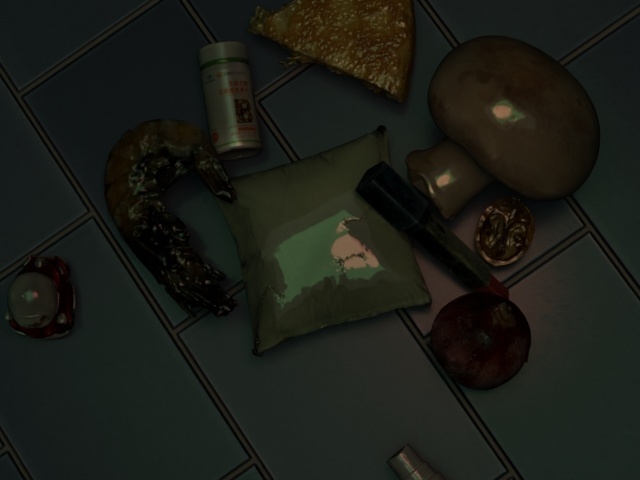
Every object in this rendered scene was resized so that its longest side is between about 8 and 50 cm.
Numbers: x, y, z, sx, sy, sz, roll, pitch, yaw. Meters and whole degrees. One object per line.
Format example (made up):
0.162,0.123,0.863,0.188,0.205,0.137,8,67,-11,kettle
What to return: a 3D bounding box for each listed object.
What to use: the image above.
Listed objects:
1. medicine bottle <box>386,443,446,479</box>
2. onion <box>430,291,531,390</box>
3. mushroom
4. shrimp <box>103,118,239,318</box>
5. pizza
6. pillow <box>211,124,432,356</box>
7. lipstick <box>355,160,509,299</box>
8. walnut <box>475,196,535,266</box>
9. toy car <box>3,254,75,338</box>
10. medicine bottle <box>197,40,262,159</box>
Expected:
0.230,0.466,1.804,0.110,0.110,0.352,-39,81,-1,medicine bottle
0.256,0.145,1.806,0.159,0.195,0.160,4,66,-9,onion
0.278,-0.160,1.827,0.297,0.297,0.290,44,114,9,mushroom
-0.224,-0.046,1.900,0.233,0.071,0.365,-47,66,17,shrimp
0.020,-0.369,1.966,0.287,0.075,0.280,4,78,8,pizza
0.000,0.000,1.887,0.310,0.119,0.313,-17,79,4,pillow
0.186,-0.001,1.855,0.312,0.051,0.051,42,51,-17,lipstick
0.298,-0.010,1.894,0.091,0.052,0.121,21,78,10,walnut
-0.468,0.091,1.921,0.112,0.112,0.139,3,83,6,toy car
-0.152,-0.232,1.952,0.086,0.086,0.184,-10,82,4,medicine bottle
